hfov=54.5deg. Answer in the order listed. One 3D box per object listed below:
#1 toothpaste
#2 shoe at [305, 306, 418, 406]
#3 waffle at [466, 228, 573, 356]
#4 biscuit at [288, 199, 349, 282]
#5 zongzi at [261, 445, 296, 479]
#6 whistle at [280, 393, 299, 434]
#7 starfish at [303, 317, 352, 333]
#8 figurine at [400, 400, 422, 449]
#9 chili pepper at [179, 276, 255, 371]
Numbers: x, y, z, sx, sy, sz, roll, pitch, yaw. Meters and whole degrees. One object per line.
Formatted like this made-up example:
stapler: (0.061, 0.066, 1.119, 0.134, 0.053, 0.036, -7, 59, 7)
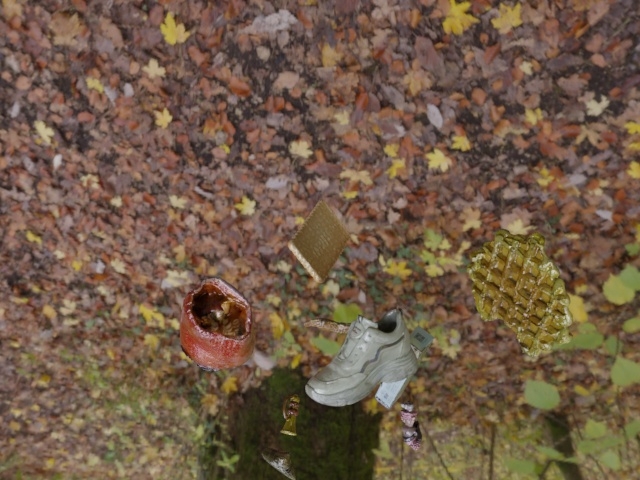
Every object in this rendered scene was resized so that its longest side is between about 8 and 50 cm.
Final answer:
toothpaste: (0.255, 0.396, 1.907, 0.071, 0.089, 0.313, 35, 133, 19)
shoe: (0.103, 0.298, 1.666, 0.341, 0.132, 0.211, -17, 108, -25)
waffle: (0.418, 0.112, 1.325, 0.051, 0.291, 0.291, -17, 139, -28)
biscuit: (-0.001, 0.000, 1.828, 0.030, 0.250, 0.160, -26, 110, 37)
zongzi: (-0.096, 0.527, 1.465, 0.076, 0.040, 0.083, 4, 126, 41)
whistle: (-0.087, 0.477, 1.713, 0.057, 0.109, 0.046, 17, 155, -25)
starfish: (0.066, 0.269, 1.948, 0.227, 0.043, 0.240, 7, 176, 21)
figurine: (0.264, 0.530, 1.785, 0.054, 0.129, 0.072, -2, 177, -22)
chili pepper: (-0.327, 0.277, 1.971, 0.251, 0.229, 0.305, 44, 157, 12)
